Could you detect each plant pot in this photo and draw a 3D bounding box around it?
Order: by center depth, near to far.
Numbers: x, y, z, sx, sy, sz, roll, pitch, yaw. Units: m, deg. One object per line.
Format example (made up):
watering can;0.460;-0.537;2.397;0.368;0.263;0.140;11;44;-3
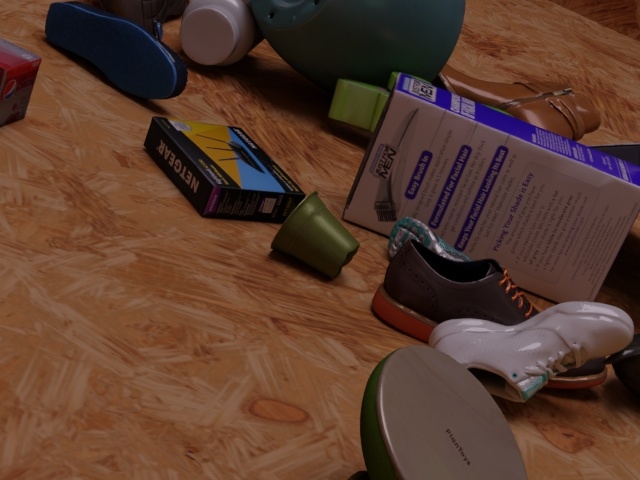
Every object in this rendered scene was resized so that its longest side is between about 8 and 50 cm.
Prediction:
plant pot;0.000;0.000;1.493;0.079;0.083;0.083;38;25;7
plant pot;0.033;-0.370;2.003;0.235;0.293;0.293;17;19;-48

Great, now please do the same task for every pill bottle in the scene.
pill bottle;-0.149;-0.336;2.051;0.117;0.118;0.208;23;22;2

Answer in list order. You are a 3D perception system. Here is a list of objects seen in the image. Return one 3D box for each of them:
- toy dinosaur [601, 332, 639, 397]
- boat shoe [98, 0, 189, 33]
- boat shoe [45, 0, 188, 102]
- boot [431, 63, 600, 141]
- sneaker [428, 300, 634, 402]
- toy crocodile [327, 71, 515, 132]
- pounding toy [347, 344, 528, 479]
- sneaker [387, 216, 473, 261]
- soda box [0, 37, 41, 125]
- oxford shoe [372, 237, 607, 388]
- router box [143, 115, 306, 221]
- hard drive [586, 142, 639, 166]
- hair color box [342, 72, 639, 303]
toy dinosaur;0.402;0.154;1.492;0.313;0.121;0.160;-4;20;-34
boat shoe;-0.301;-0.407;2.096;0.130;0.132;0.355;14;13;6
boat shoe;-0.268;-0.275;1.825;0.258;0.109;0.089;37;23;27
boot;0.296;-0.233;2.134;0.220;0.109;0.283;-24;50;-27
sneaker;0.220;0.125;1.355;0.212;0.080;0.094;-9;40;5
toy crocodile;0.179;-0.161;1.944;0.340;0.115;0.105;19;16;-5
pounding toy;0.081;0.213;1.077;0.183;0.110;0.237;14;51;-46
sneaker;0.149;0.033;1.585;0.166;0.065;0.076;43;14;36
soda box;-0.469;-0.227;1.559;0.263;0.083;0.092;26;23;9
oxford shoe;0.197;0.082;1.443;0.271;0.098;0.097;20;22;-3
router box;-0.118;-0.087;1.608;0.133;0.046;0.179;3;29;-37
hard drive;0.474;-0.087;1.858;0.237;0.064;0.339;-2;-4;19
hair color box;0.219;-0.061;1.676;0.338;0.185;0.110;21;22;-3
